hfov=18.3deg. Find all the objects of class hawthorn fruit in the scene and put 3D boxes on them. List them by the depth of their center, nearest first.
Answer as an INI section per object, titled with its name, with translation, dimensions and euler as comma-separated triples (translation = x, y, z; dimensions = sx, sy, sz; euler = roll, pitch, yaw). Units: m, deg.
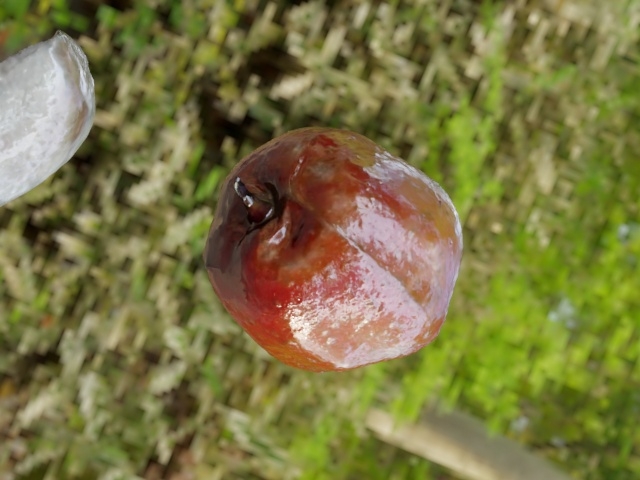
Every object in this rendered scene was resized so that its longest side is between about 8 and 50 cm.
[hawthorn fruit]
translation = 0.000, 0.000, 2.020
dimensions = 0.300, 0.254, 0.254
euler = 41, 67, -55

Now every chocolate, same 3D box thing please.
[chocolate]
translation = -0.315, -0.057, 1.641
dimensions = 0.303, 0.100, 0.185
euler = -28, 180, -4
